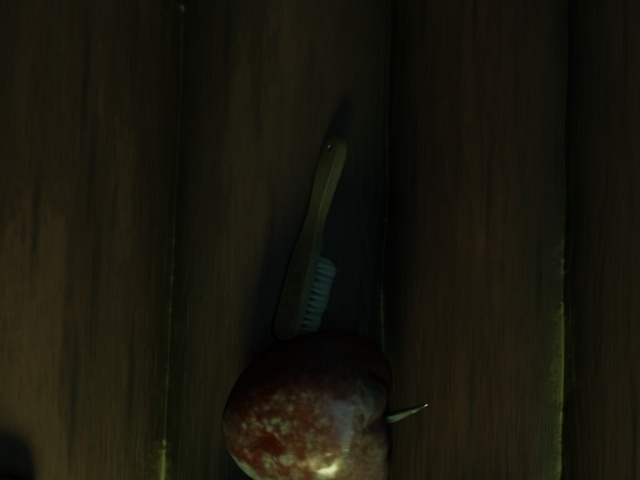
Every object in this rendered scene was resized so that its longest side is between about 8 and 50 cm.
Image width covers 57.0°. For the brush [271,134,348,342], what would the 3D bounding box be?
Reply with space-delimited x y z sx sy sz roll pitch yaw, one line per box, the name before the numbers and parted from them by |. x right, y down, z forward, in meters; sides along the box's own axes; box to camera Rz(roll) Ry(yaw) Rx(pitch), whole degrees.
brush | 0.000 0.000 0.910 0.065 0.070 0.328 17 83 -30

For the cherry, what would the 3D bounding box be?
cherry | 0.009 0.246 0.827 0.285 0.213 0.236 -9 79 5

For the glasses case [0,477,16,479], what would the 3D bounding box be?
glasses case | -0.523 0.374 0.777 0.266 0.067 0.103 2 86 -12
